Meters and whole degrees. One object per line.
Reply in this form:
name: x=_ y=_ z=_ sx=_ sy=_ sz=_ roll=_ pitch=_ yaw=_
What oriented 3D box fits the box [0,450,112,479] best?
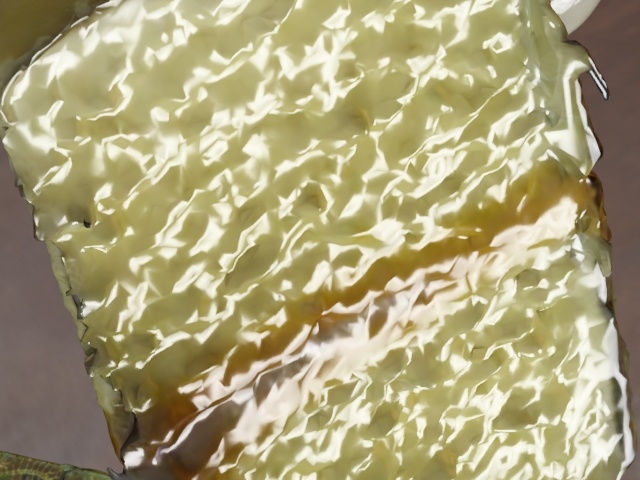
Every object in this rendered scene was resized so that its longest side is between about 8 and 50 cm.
box: x=-0.213 y=0.181 z=0.999 sx=0.311 sy=0.043 sz=0.173 roll=12 pitch=77 yaw=14

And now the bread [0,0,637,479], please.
bread: x=0.000 y=0.000 z=0.592 sx=0.178 sy=0.142 sz=0.266 roll=-22 pitch=130 yaw=-9

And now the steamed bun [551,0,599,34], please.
steamed bun: x=0.143 y=-0.243 z=1.792 sx=0.232 sy=0.232 sz=0.145 roll=1 pitch=123 yaw=-15
